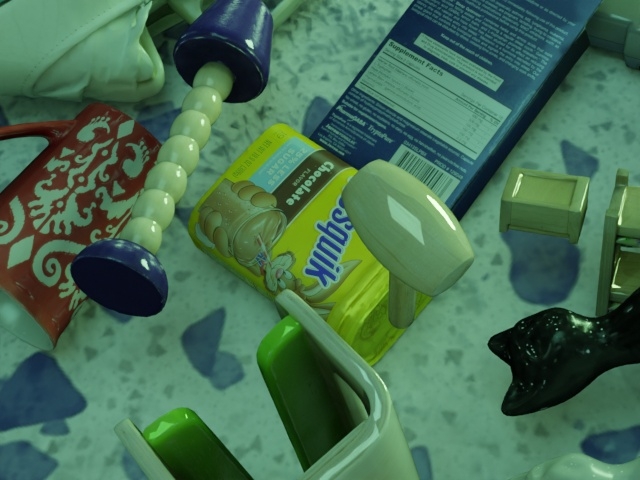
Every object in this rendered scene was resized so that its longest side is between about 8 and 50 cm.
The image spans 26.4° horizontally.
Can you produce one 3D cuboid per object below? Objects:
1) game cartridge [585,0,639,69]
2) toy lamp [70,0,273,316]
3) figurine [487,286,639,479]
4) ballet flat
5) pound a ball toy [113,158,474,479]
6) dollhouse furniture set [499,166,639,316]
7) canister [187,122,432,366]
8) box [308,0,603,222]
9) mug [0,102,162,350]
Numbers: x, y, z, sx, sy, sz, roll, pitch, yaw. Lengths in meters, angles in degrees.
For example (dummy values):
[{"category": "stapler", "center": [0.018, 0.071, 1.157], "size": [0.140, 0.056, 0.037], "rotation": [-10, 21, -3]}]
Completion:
[{"category": "game cartridge", "center": [0.390, -0.202, 1.061], "size": [0.355, 0.068, 0.230], "rotation": [20, 72, 20]}, {"category": "toy lamp", "center": [-0.100, -0.075, 1.005], "size": [0.080, 0.080, 0.274], "rotation": [11, 54, 16]}, {"category": "figurine", "center": [0.206, 0.105, 0.832], "size": [0.209, 0.092, 0.215], "rotation": [-15, 35, 16]}, {"category": "ballet flat", "center": [-0.128, -0.194, 1.124], "size": [0.400, 0.139, 0.139], "rotation": [-30, 61, -7]}, {"category": "pound a ball toy", "center": [0.023, 0.125, 0.803], "size": [0.208, 0.319, 0.136], "rotation": [-39, 62, -11]}, {"category": "dollhouse furniture set", "center": [0.235, -0.022, 0.994], "size": [0.182, 0.101, 0.161], "rotation": [9, 40, 16]}, {"category": "canister", "center": [0.000, 0.000, 1.017], "size": [0.170, 0.073, 0.126], "rotation": [34, 73, 26]}, {"category": "box", "center": [0.111, -0.131, 1.063], "size": [0.136, 0.036, 0.225], "rotation": [35, 87, 25]}, {"category": "mug", "center": [-0.201, -0.026, 1.031], "size": [0.113, 0.150, 0.169], "rotation": [20, 62, 38]}]
